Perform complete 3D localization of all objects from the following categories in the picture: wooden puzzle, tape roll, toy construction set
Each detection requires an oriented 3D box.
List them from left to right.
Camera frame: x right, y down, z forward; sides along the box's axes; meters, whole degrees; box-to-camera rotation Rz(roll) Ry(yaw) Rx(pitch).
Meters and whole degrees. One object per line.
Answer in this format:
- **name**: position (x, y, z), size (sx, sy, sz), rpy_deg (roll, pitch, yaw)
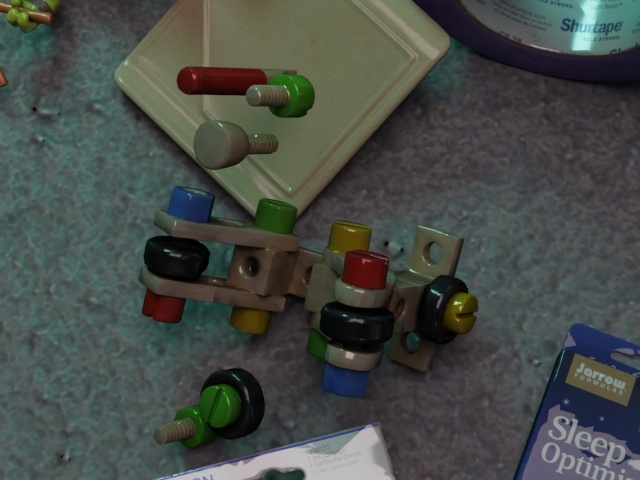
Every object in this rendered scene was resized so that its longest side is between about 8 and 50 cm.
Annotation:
- **wooden puzzle**: position (-0.035, -0.163, 1.641), size (0.221, 0.044, 0.238), rpy_deg (44, 93, 11)
- **toy construction set**: position (0.000, 0.000, 1.540), size (0.237, 0.257, 0.308), rpy_deg (-6, 85, -51)
- **tape roll**: position (0.215, -0.243, 1.586), size (0.275, 0.275, 0.090), rpy_deg (16, 70, 2)

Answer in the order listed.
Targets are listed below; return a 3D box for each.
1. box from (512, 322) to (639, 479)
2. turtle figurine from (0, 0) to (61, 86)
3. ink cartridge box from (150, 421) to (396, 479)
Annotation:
- **box**: position (0.246, 0.187, 1.563), size (0.136, 0.036, 0.225), rpy_deg (21, 69, 4)
- **turtle figurine**: position (-0.229, -0.280, 1.647), size (0.217, 0.087, 0.269), rpy_deg (-15, 69, 31)
- **ink cartridge box**: position (-0.020, 0.276, 1.508), size (0.206, 0.045, 0.208), rpy_deg (-13, 73, -8)
